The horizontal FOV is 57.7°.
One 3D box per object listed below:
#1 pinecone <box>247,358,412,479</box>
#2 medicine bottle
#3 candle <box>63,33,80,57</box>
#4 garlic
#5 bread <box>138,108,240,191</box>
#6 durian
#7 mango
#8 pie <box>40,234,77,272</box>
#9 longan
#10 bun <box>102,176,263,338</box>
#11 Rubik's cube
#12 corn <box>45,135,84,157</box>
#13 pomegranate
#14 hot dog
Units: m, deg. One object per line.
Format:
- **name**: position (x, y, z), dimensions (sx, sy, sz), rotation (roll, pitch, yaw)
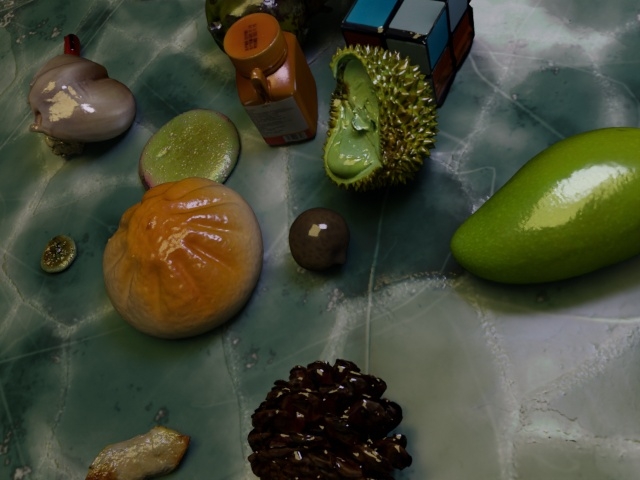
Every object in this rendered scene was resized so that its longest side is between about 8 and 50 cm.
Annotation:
- **pinecone**: position (0.012, 0.254, 0.763), dimensions (0.221, 0.221, 0.222), rotation (-8, 62, 14)
- **medicine bottle**: position (-0.086, -0.295, 1.060), dimensions (0.111, 0.222, 0.150), rotation (-9, 63, 14)
- **candle**: position (-0.597, -0.433, 1.410), dimensions (0.053, 0.048, 0.162), rotation (-41, 52, 36)
- **garlic**: position (-0.500, -0.301, 1.215), dimensions (0.217, 0.110, 0.228), rotation (29, 46, -6)
- **bread**: position (-0.269, -0.175, 1.171), dimensions (0.228, 0.033, 0.229), rotation (-8, 63, 16)
- **durian**: position (0.096, -0.202, 0.961), dimensions (0.200, 0.176, 0.237), rotation (5, 104, 40)
- **mango**: position (0.350, -0.044, 0.829), dimensions (0.342, 0.156, 0.193), rotation (-22, 58, 8)
- **pie**: position (-0.523, 0.026, 1.158), dimensions (0.084, 0.021, 0.084), rotation (-7, 63, 15)
- **longan**: position (0.000, 0.000, 0.959), dimensions (0.113, 0.092, 0.114), rotation (-1, 66, 3)
- **bun**: position (-0.249, 0.011, 0.994), dimensions (0.298, 0.165, 0.299), rotation (-7, 61, 13)
- **Rubik's cube**: position (0.164, -0.374, 1.045), dimensions (0.167, 0.180, 0.184), rotation (19, 73, 26)
- **corn**: position (-0.562, -0.283, 1.292), dimensions (0.087, 0.087, 0.211), rotation (-16, 61, 10)
- **pomegranate**: position (-0.095, -0.472, 1.160), dimensions (0.276, 0.204, 0.222), rotation (-33, 86, 4)
- **hot dog**: position (-0.280, 0.338, 0.896), dimensions (0.168, 0.061, 0.078), rotation (-18, 91, -14)
